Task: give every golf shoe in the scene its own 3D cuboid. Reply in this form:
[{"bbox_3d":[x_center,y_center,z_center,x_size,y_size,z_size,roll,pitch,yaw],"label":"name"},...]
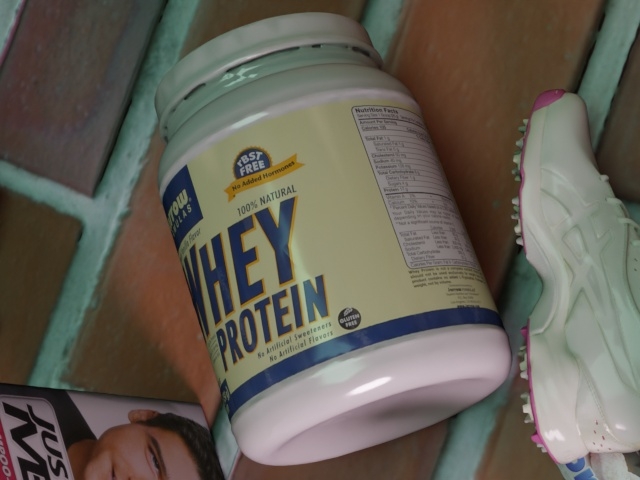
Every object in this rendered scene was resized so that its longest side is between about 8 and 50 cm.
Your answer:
[{"bbox_3d":[0.228,0.023,1.081,0.140,0.115,0.306,-7,76,21],"label":"golf shoe"}]

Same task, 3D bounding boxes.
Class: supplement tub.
[{"bbox_3d":[0.000,0.000,1.128,0.235,0.235,0.324,-26,70,20],"label":"supplement tub"}]

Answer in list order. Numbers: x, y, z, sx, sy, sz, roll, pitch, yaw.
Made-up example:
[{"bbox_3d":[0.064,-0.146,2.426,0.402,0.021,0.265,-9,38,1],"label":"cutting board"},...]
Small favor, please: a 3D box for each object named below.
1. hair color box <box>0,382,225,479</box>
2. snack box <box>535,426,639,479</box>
[{"bbox_3d":[-0.212,0.226,1.111,0.114,0.374,0.185,-27,70,20],"label":"hair color box"},{"bbox_3d":[0.246,0.211,1.088,0.064,0.022,0.178,-36,67,17],"label":"snack box"}]
